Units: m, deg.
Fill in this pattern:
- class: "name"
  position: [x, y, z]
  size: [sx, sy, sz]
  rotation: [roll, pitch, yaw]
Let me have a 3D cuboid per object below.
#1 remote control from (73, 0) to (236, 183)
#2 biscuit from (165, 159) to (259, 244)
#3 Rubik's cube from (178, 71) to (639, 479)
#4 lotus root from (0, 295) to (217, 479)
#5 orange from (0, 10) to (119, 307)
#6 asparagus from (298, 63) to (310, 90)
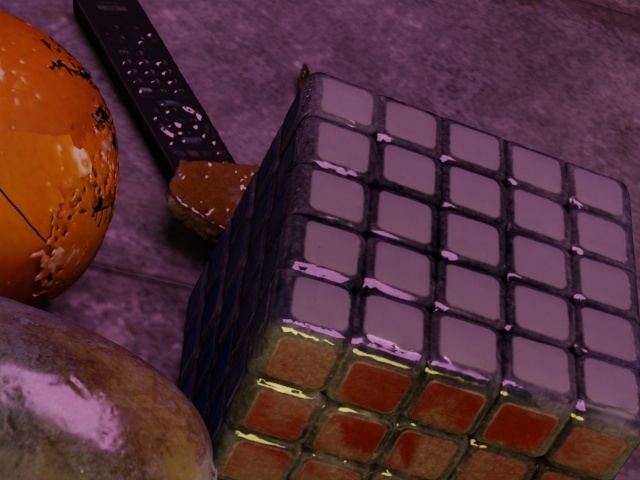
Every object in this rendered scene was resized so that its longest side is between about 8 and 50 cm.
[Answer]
- class: "remote control"
  position: [-0.123, -0.106, 1.413]
  size: [0.063, 0.025, 0.245]
  rotation: [-6, 50, -34]
- class: "biscuit"
  position: [-0.002, -0.009, 1.357]
  size: [0.237, 0.026, 0.131]
  rotation: [28, 39, -13]
- class: "Rubik's cube"
  position: [0.049, 0.074, 1.158]
  size: [0.238, 0.237, 0.237]
  rotation: [17, 43, -13]
- class: "lotus root"
  position: [-0.219, 0.103, 1.045]
  size: [0.322, 0.158, 0.140]
  rotation: [23, 23, 4]
- class: "orange"
  position: [-0.245, -0.051, 1.175]
  size: [0.234, 0.182, 0.234]
  rotation: [19, 44, -19]
- class: "asparagus"
  position: [-0.009, -0.083, 1.461]
  size: [0.016, 0.016, 0.162]
  rotation: [-8, 46, 0]
